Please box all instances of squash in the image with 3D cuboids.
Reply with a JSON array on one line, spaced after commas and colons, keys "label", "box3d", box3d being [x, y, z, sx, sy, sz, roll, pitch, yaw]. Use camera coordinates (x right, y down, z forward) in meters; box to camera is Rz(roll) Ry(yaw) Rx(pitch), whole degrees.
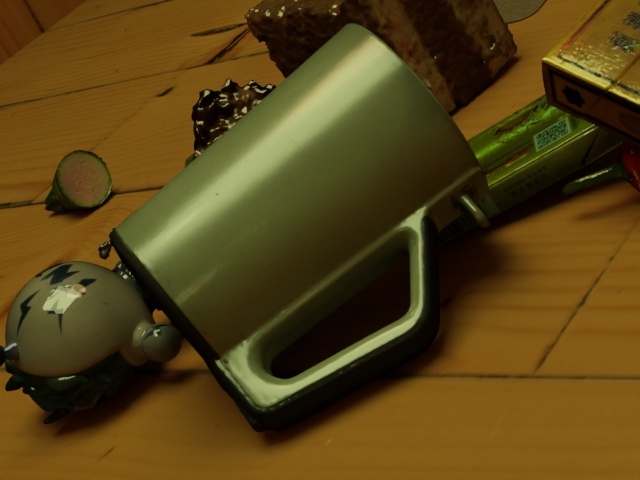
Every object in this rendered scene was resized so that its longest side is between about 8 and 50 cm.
[{"label": "squash", "box3d": [-0.435, -0.090, 2.492, 0.105, 0.105, 0.132, -44, 9, -32]}]

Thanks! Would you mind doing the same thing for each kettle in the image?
[{"label": "kettle", "box3d": [0.000, 0.000, 1.596, 0.377, 0.250, 0.361, -39, 64, -5]}]

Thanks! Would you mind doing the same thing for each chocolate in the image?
[{"label": "chocolate", "box3d": [-0.099, -0.150, 2.014, 0.206, 0.177, 0.224, -12, 55, 38]}]

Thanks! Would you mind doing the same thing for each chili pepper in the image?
[{"label": "chili pepper", "box3d": [0.450, -0.137, 1.617, 0.368, 0.092, 0.137, -28, 1, -16]}]

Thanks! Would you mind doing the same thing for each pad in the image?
[{"label": "pad", "box3d": [0.279, -0.394, 2.416, 0.266, 0.002, 0.176, -7, 30, 40]}]

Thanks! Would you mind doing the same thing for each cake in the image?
[{"label": "cake", "box3d": [0.098, -0.313, 2.130, 0.290, 0.256, 0.282, -42, 27, -20]}]

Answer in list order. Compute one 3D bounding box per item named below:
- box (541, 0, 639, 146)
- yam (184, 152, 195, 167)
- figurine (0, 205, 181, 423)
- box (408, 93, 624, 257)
[{"label": "box", "box3d": [0.414, -0.172, 1.516, 0.301, 0.084, 0.193, 32, 67, 32]}, {"label": "yam", "box3d": [-0.118, -0.111, 2.196, 0.253, 0.061, 0.061, 4, 39, 50]}, {"label": "figurine", "box3d": [-0.249, 0.071, 1.817, 0.382, 0.186, 0.261, -42, 21, -21]}, {"label": "box", "box3d": [0.232, -0.099, 1.750, 0.311, 0.043, 0.173, -31, 22, 17]}]
